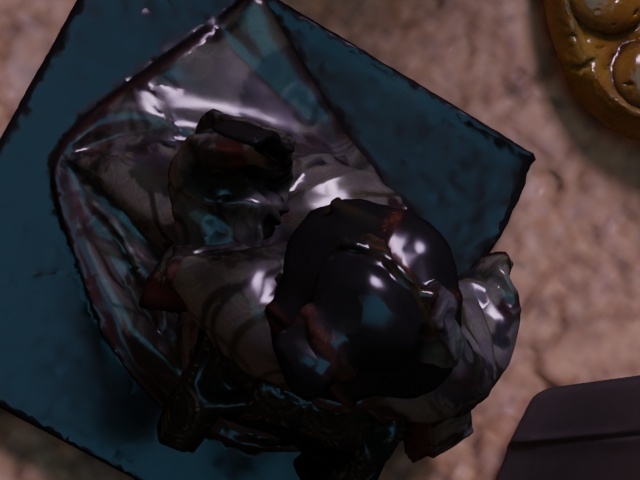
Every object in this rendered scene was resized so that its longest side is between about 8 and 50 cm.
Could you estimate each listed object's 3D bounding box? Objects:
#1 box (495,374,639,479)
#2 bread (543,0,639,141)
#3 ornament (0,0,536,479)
[{"bbox_3d":[0.131,0.073,0.447,0.103,0.244,0.055,30,76,-10],"label":"box"},{"bbox_3d":[0.124,-0.081,0.570,0.110,0.024,0.110,1,84,-14],"label":"bread"},{"bbox_3d":[0.000,0.000,0.447,0.166,0.196,0.153,29,80,-11],"label":"ornament"}]
